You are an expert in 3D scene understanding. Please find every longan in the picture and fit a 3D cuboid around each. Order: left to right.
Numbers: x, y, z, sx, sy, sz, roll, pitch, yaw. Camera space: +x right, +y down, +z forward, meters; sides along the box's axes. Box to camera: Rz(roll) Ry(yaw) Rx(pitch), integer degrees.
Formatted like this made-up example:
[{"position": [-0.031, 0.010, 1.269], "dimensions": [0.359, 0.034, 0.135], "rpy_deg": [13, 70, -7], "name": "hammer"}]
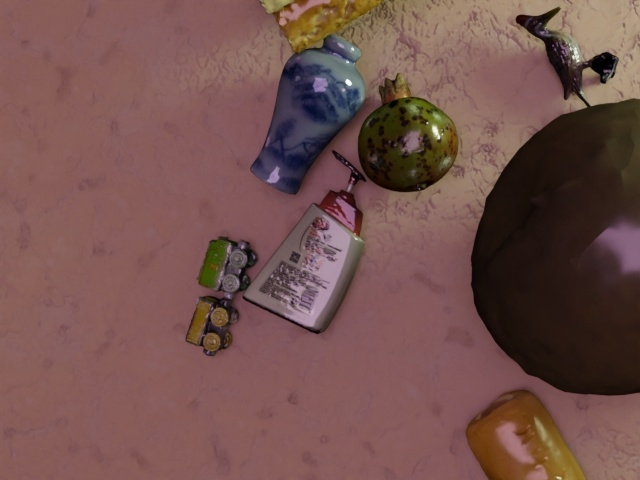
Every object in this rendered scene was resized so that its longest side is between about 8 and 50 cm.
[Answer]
[{"position": [0.411, 0.008, 1.371], "dimensions": [0.436, 0.404, 0.404], "rpy_deg": [-36, 82, 10], "name": "longan"}]

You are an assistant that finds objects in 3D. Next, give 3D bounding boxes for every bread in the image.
[{"position": [0.069, -0.472, 1.546], "dimensions": [0.375, 0.236, 0.165], "rpy_deg": [-28, 125, 11], "name": "bread"}, {"position": [0.343, 0.385, 1.531], "dimensions": [0.142, 0.091, 0.305], "rpy_deg": [-31, 84, 3], "name": "bread"}]

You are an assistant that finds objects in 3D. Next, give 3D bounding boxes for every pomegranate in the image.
[{"position": [0.134, -0.169, 1.561], "dimensions": [0.159, 0.159, 0.205], "rpy_deg": [-16, 60, 10], "name": "pomegranate"}]

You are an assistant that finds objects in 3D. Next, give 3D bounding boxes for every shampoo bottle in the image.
[{"position": [0.000, 0.000, 1.619], "dimensions": [0.153, 0.071, 0.284], "rpy_deg": [27, 91, 12], "name": "shampoo bottle"}]

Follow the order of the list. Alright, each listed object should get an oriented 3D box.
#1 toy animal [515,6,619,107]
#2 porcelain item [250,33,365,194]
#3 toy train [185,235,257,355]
[{"position": [0.385, -0.289, 1.552], "dimensions": [0.202, 0.070, 0.105], "rpy_deg": [43, 115, 5], "name": "toy animal"}, {"position": [-0.019, -0.205, 1.600], "dimensions": [0.141, 0.141, 0.259], "rpy_deg": [31, 104, 10], "name": "porcelain item"}, {"position": [-0.170, 0.091, 1.655], "dimensions": [0.081, 0.060, 0.202], "rpy_deg": [18, 92, 18], "name": "toy train"}]
